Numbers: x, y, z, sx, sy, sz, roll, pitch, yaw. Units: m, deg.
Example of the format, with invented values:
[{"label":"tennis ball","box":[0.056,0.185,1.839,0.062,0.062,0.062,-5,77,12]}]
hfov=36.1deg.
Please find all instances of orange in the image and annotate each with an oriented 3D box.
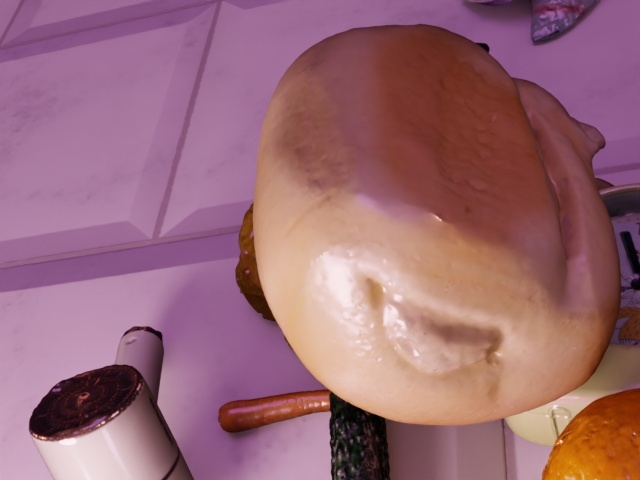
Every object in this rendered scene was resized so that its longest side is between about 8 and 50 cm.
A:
[{"label":"orange","box":[0.296,0.235,0.841,0.193,0.219,0.219,-9,28,-41]}]

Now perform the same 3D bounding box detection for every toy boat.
[{"label":"toy boat","box":[0.388,-0.430,1.589,0.206,0.096,0.282,0,55,10]}]

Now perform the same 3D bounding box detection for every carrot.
[{"label":"carrot","box":[-0.028,0.192,1.148,0.190,0.037,0.037,-12,43,8]}]

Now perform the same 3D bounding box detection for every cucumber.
[{"label":"cucumber","box":[0.043,0.276,1.013,0.068,0.067,0.293,-12,44,11]}]

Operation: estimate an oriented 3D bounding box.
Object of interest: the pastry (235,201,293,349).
[{"label":"pastry","box":[0.000,0.000,1.253,0.235,0.132,0.240,-36,38,-12]}]

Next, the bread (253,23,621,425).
[{"label":"bread","box":[0.099,-0.014,0.966,0.348,0.253,0.376,17,39,-20]}]

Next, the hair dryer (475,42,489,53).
[{"label":"hair dryer","box":[0.138,-0.106,1.361,0.313,0.123,0.340,-27,52,11]}]

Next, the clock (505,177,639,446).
[{"label":"clock","box":[0.350,0.063,1.063,0.286,0.117,0.348,1,46,24]}]

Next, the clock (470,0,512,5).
[{"label":"clock","box":[0.272,-0.465,1.602,0.064,0.172,0.198,8,49,-28]}]

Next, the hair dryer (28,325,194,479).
[{"label":"hair dryer","box":[-0.217,0.196,1.139,0.128,0.203,0.362,-19,23,3]}]
